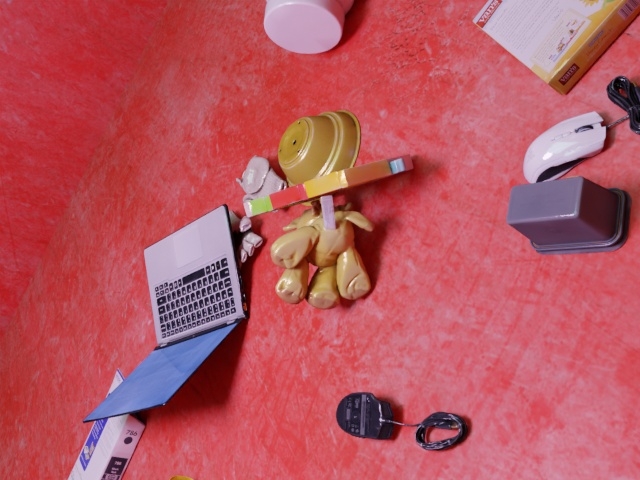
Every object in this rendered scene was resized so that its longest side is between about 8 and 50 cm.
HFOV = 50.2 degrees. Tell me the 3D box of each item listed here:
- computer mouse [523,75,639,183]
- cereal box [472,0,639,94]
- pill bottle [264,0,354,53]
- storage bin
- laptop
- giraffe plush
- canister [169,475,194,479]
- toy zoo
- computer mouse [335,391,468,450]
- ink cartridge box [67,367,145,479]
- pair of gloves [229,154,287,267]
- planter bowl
[{"bbox_3d":[0.350,-0.140,0.930,0.193,0.042,0.106,-34,48,38],"label":"computer mouse"},{"bbox_3d":[0.353,-0.349,1.038,0.173,0.047,0.240,-50,38,22],"label":"cereal box"},{"bbox_3d":[-0.018,-0.618,1.537,0.210,0.210,0.362,-19,57,47],"label":"pill bottle"},{"bbox_3d":[0.313,-0.043,0.883,0.135,0.091,0.098,-5,68,51],"label":"storage bin"},{"bbox_3d":[-0.368,0.165,1.523,0.382,0.236,0.407,-23,74,44],"label":"laptop"},{"bbox_3d":[0.000,0.000,1.228,0.170,0.182,0.210,-105,24,-71],"label":"giraffe plush"},{"bbox_3d":[-0.299,0.578,1.360,0.169,0.073,0.126,-60,35,13],"label":"canister"},{"bbox_3d":[0.029,-0.101,1.202,0.293,0.192,0.030,-14,93,43],"label":"toy zoo"},{"bbox_3d":[0.118,0.269,1.021,0.242,0.041,0.071,-3,78,45],"label":"computer mouse"},{"bbox_3d":[-0.524,0.504,1.707,0.165,0.065,0.332,32,99,55],"label":"ink cartridge box"},{"bbox_3d":[-0.164,-0.070,1.545,0.240,0.042,0.204,-63,34,18],"label":"pair of gloves"},{"bbox_3d":[-0.024,-0.187,1.408,0.217,0.090,0.217,-29,51,42],"label":"planter bowl"}]
